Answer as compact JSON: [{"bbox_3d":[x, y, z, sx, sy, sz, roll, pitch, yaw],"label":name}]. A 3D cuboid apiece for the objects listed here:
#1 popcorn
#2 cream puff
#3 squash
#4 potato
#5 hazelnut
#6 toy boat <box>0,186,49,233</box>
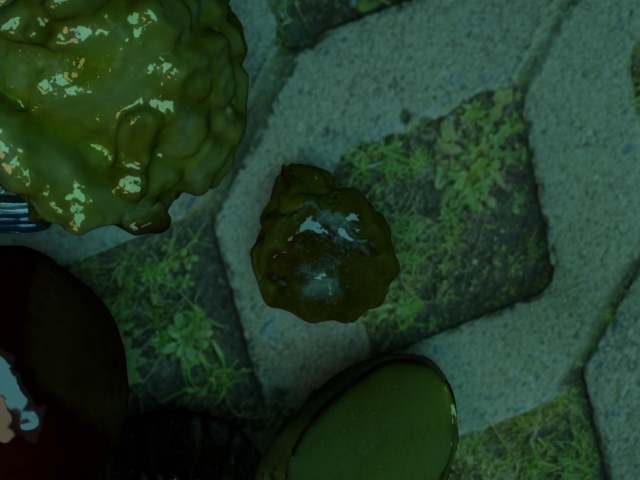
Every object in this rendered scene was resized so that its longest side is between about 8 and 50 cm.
[{"bbox_3d":[-0.194,-0.136,0.852,0.293,0.293,0.237,11,116,-11],"label":"popcorn"},{"bbox_3d":[0.000,0.000,0.987,0.146,0.116,0.146,-3,128,-4],"label":"cream puff"},{"bbox_3d":[-0.145,0.248,0.991,0.193,0.156,0.193,5,108,14],"label":"squash"},{"bbox_3d":[0.019,0.205,0.991,0.271,0.111,0.160,-35,108,-44],"label":"potato"},{"bbox_3d":[-0.278,0.125,0.908,0.229,0.229,0.230,-2,102,-9],"label":"hazelnut"},{"bbox_3d":[-0.296,-0.071,0.957,0.105,0.034,0.149,-24,105,-6],"label":"toy boat"}]
